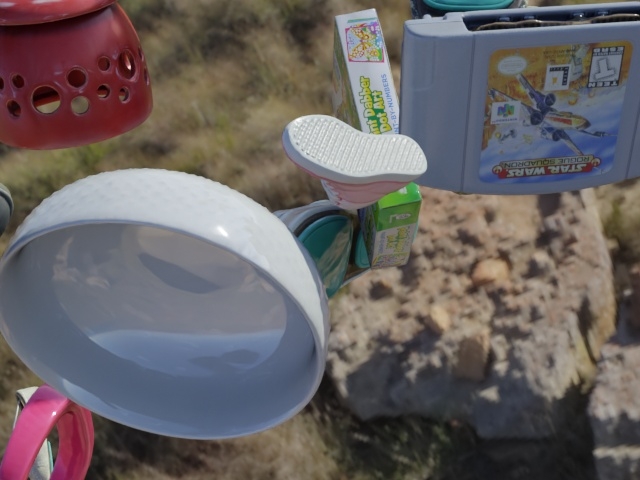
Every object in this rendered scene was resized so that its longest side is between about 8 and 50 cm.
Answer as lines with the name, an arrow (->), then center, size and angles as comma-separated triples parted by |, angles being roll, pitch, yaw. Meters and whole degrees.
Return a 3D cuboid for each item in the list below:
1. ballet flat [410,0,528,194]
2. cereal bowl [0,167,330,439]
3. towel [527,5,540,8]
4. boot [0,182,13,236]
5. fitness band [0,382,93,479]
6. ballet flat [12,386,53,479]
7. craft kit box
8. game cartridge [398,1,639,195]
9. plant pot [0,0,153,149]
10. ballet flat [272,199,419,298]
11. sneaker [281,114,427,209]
ballet flat -> 0.197, -0.265, 1.620 | 0.164, 0.182, 0.483 | 5, 56, 4
cereal bowl -> -0.148, 0.050, 1.208 | 0.339, 0.339, 0.141 | -9, 42, 25
towel -> 0.280, -0.352, 1.930 | 0.148, 0.027, 0.110 | 18, 50, 34
boot -> -0.322, 0.069, 1.047 | 0.189, 0.076, 0.208 | -47, 41, 17
fitness band -> -0.350, 0.294, 1.472 | 0.054, 0.291, 0.209 | 20, 57, 6
ballet flat -> -0.425, 0.294, 1.750 | 0.052, 0.057, 0.168 | 4, 55, -25
craft kit box -> 0.065, -0.114, 1.462 | 0.061, 0.250, 0.246 | -14, 72, -4
game cartridge -> 0.227, -0.137, 1.194 | 0.297, 0.198, 0.062 | -5, 35, -5
plant pot -> -0.300, -0.216, 1.374 | 0.191, 0.174, 0.191 | -7, 25, 3
ballet flat -> 0.000, 0.000, 1.609 | 0.139, 0.139, 0.400 | -6, 7, 29
sneaker -> 0.011, -0.053, 0.893 | 0.070, 0.134, 0.051 | -32, 63, 41
